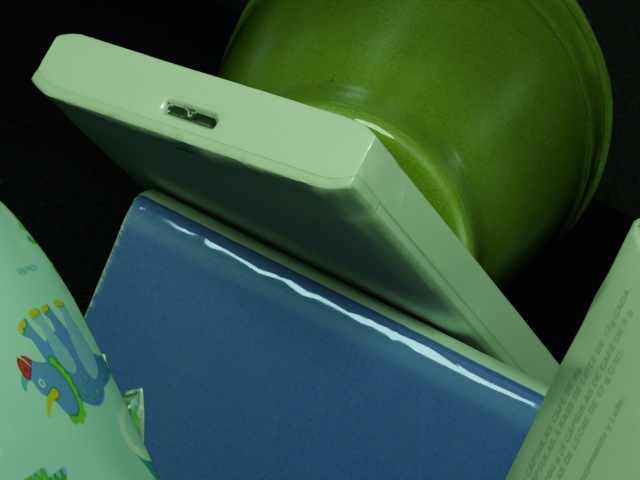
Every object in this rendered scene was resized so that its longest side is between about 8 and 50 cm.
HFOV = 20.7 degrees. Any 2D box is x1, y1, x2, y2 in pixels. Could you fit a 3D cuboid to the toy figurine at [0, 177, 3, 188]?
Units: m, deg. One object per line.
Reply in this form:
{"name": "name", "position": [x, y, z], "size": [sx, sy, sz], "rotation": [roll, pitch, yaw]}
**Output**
{"name": "toy figurine", "position": [-0.332, -0.028, 1.128], "size": [0.213, 0.148, 0.209], "rotation": [13, 25, -43]}

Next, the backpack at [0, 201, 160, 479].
{"name": "backpack", "position": [-0.172, 0.119, 0.544], "size": [0.273, 0.356, 0.290], "rotation": [-11, 4, 23]}

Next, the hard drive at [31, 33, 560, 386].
{"name": "hard drive", "position": [0.000, 0.000, 0.962], "size": [0.203, 0.040, 0.307], "rotation": [20, -15, 32]}

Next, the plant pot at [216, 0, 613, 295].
{"name": "plant pot", "position": [0.040, -0.056, 1.465], "size": [0.366, 0.366, 0.353], "rotation": [26, 27, 5]}

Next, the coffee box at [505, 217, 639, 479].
{"name": "coffee box", "position": [0.260, 0.242, 0.723], "size": [0.334, 0.338, 0.338], "rotation": [18, 16, -21]}

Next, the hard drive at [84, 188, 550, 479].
{"name": "hard drive", "position": [0.006, 0.136, 0.936], "size": [0.318, 0.210, 0.040], "rotation": [26, 16, 8]}
